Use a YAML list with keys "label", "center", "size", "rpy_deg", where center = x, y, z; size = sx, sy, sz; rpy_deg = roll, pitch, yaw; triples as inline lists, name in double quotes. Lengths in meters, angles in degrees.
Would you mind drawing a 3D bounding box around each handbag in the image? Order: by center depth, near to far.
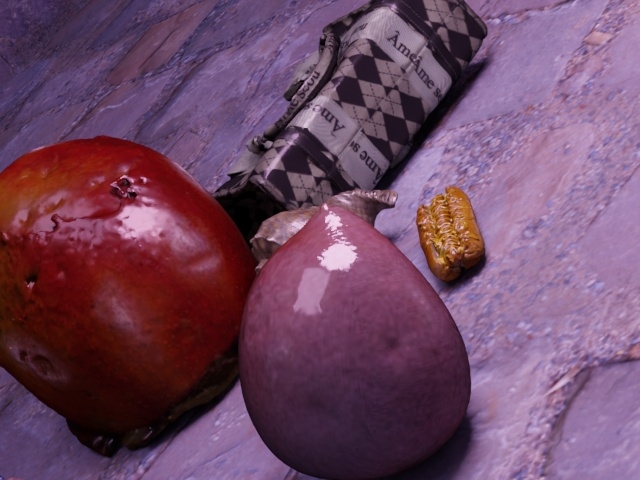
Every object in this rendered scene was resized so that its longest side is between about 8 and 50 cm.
- label: "handbag"
  center: [-0.002, -0.159, 2.025]
  size: [0.416, 0.180, 0.316]
  rpy_deg: [-53, 20, -26]

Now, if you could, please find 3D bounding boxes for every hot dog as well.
- label: "hot dog"
  center: [0.143, -0.007, 1.666]
  size: [0.071, 0.045, 0.165]
  rpy_deg: [-31, 23, 11]

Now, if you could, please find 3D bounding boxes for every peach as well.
- label: "peach"
  center: [-0.250, 0.064, 1.853]
  size: [0.416, 0.353, 0.339]
  rpy_deg: [35, 77, 23]

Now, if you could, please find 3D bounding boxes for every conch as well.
- label: "conch"
  center: [0.000, 0.000, 1.756]
  size: [0.207, 0.130, 0.155]
  rpy_deg: [-42, 16, -22]

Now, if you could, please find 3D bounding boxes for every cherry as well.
- label: "cherry"
  center: [0.016, 0.105, 1.400]
  size: [0.206, 0.239, 0.239]
  rpy_deg: [-43, 23, -20]

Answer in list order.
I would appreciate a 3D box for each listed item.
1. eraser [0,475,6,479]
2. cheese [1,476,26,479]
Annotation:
- label: "eraser"
  center: [-0.429, 0.332, 1.890]
  size: [0.084, 0.027, 0.063]
  rpy_deg: [-45, 26, -18]
- label: "cheese"
  center: [-0.434, 0.352, 1.782]
  size: [0.286, 0.074, 0.189]
  rpy_deg: [-3, 39, 45]
